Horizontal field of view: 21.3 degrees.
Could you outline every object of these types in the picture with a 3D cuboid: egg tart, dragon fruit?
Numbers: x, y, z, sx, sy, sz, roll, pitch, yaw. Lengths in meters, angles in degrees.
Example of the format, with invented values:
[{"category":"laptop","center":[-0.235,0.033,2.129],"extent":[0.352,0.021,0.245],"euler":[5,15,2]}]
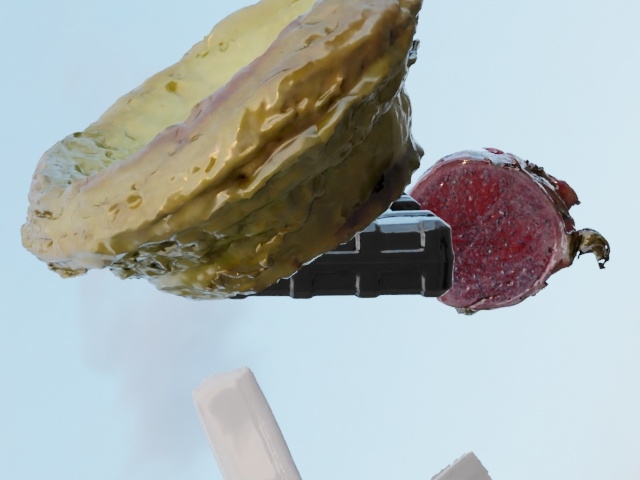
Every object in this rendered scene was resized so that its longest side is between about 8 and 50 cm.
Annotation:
[{"category":"egg tart","center":[-0.037,-0.054,0.963],"extent":[0.294,0.123,0.294],"euler":[-34,15,10]},{"category":"dragon fruit","center":[0.212,-0.012,2.097],"extent":[0.147,0.282,0.211],"euler":[-66,-17,-76]}]

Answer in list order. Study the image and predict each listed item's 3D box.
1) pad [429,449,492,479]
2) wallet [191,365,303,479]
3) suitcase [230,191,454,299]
[{"category":"pad","center":[0.088,0.270,1.247],"extent":[0.232,0.156,0.004],"euler":[-33,0,-42]},{"category":"wallet","center":[-0.099,0.254,2.199],"extent":[0.095,0.190,0.033],"euler":[-24,-20,-10]},{"category":"suitcase","center":[0.000,-0.001,1.512],"extent":[0.285,0.206,0.066],"euler":[-125,35,-81]}]
